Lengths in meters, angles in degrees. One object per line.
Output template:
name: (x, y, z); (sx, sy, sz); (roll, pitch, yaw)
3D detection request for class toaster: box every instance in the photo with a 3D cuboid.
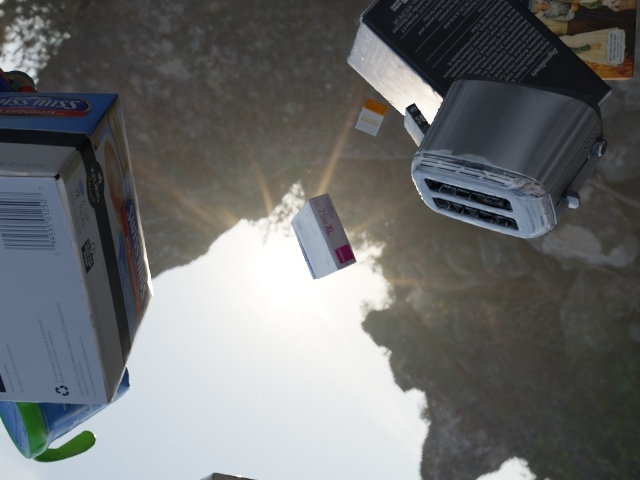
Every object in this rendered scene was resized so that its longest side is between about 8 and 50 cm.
toaster: (0.208, -0.101, 0.853); (0.227, 0.146, 0.129); (20, 159, 33)

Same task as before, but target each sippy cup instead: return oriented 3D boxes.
sippy cup: (-0.507, 0.270, 1.412); (0.224, 0.305, 0.240); (-21, -115, -35)

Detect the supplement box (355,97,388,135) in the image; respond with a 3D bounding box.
supplement box: (0.139, -0.336, 1.972); (0.062, 0.036, 0.098); (23, 151, 0)

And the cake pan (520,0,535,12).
cake pan: (0.287, -0.503, 1.474); (0.293, 0.293, 0.054); (41, -128, -41)

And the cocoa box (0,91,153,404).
cocoa box: (-0.371, 0.008, 0.931); (0.228, 0.232, 0.346); (-83, -6, -56)

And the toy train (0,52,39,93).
toy train: (-0.489, -0.261, 0.996); (0.248, 0.105, 0.143); (56, -174, -33)

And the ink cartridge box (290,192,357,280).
ink cartridge box: (0.000, 0.000, 1.865); (0.185, 0.065, 0.311); (67, 164, 4)

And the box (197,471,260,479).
box: (-0.138, 0.435, 1.072); (0.149, 0.232, 0.126); (19, -122, -19)

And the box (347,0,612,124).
box: (0.268, -0.306, 1.325); (0.395, 0.212, 0.293); (42, 178, -1)

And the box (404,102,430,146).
box: (0.162, -0.169, 1.146); (0.083, 0.018, 0.067); (58, 176, 17)

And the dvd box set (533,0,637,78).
dvd box set: (0.569, -0.553, 1.804); (0.062, 0.421, 0.307); (-90, 0, -81)
